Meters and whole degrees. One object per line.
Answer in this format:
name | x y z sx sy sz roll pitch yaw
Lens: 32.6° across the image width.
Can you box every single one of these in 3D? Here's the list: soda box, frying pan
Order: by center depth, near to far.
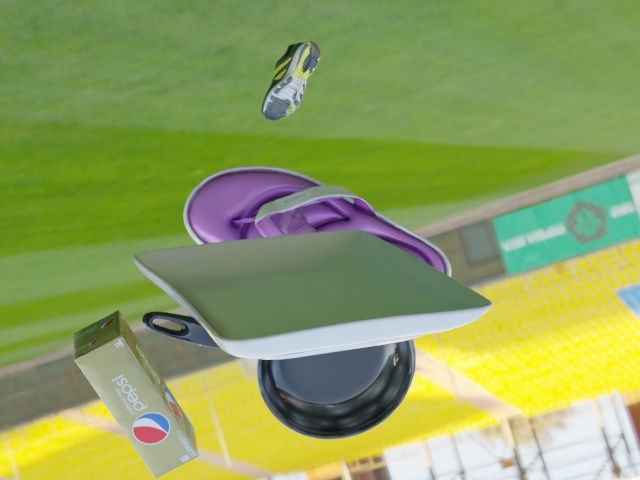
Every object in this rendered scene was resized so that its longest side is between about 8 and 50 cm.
soda box | -0.201 0.170 1.202 0.058 0.181 0.061 -28 -153 0
frying pan | -0.045 0.156 1.329 0.326 0.197 0.053 -5 -161 -8

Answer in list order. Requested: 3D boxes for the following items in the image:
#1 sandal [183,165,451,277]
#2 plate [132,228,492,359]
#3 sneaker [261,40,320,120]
sandal | 0.004 -0.015 1.627 0.416 0.169 0.102 17 167 -3
plate | -0.017 0.053 1.091 0.277 0.045 0.278 -7 -161 -26
sneaker | -0.031 -0.148 1.015 0.031 0.083 0.035 38 171 -34
